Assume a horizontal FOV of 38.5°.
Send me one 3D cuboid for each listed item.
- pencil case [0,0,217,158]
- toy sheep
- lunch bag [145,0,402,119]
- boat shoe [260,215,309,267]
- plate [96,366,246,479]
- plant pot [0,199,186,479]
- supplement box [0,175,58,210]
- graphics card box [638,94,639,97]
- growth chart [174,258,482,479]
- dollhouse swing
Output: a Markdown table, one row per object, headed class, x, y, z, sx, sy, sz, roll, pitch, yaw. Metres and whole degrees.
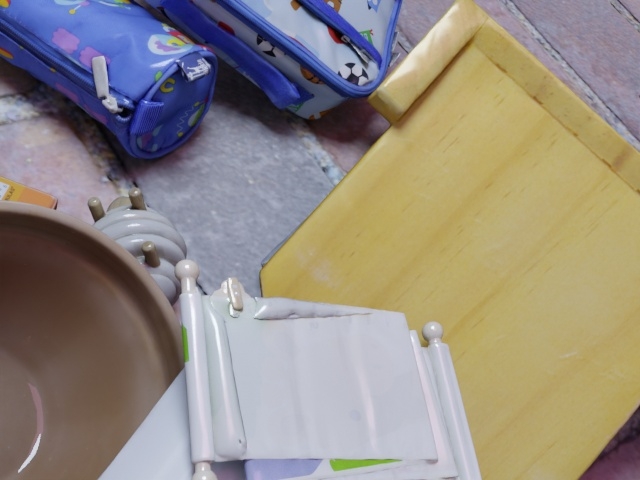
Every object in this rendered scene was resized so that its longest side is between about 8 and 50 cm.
| class | x | y | z | sx | sy | sz | roll | pitch | yaw |
| --- | --- | --- | --- | --- | --- | --- | --- | --- | --- |
| pencil case | -0.234 | -0.193 | 0.817 | 0.306 | 0.119 | 0.133 | 36 | 26 | 8 |
| toy sheep | -0.145 | 0.016 | 0.713 | 0.091 | 0.091 | 0.132 | 2 | 46 | -22 |
| lunch bag | -0.043 | -0.266 | 0.884 | 0.303 | 0.115 | 0.243 | 33 | 58 | -30 |
| boat shoe | 0.000 | 0.000 | 0.821 | 0.142 | 0.049 | 0.040 | -42 | 104 | -41 |
| plate | -0.025 | 0.225 | 0.569 | 0.278 | 0.045 | 0.277 | 47 | 48 | -11 |
| plant pot | -0.208 | 0.102 | 0.581 | 0.237 | 0.110 | 0.237 | 19 | 58 | -34 |
| supplement box | -0.322 | -0.028 | 0.680 | 0.234 | 0.078 | 0.080 | 22 | 52 | -5 |
| graphics card box | 0.424 | 0.024 | 0.777 | 0.370 | 0.094 | 0.233 | 59 | 9 | -10 |
| growth chart | 0.013 | 0.111 | 0.605 | 0.237 | 0.021 | 0.171 | 14 | 59 | -31 |
| dollhouse swing | 0.148 | 0.018 | 0.823 | 0.347 | 0.305 | 0.315 | 41 | 10 | -3 |
